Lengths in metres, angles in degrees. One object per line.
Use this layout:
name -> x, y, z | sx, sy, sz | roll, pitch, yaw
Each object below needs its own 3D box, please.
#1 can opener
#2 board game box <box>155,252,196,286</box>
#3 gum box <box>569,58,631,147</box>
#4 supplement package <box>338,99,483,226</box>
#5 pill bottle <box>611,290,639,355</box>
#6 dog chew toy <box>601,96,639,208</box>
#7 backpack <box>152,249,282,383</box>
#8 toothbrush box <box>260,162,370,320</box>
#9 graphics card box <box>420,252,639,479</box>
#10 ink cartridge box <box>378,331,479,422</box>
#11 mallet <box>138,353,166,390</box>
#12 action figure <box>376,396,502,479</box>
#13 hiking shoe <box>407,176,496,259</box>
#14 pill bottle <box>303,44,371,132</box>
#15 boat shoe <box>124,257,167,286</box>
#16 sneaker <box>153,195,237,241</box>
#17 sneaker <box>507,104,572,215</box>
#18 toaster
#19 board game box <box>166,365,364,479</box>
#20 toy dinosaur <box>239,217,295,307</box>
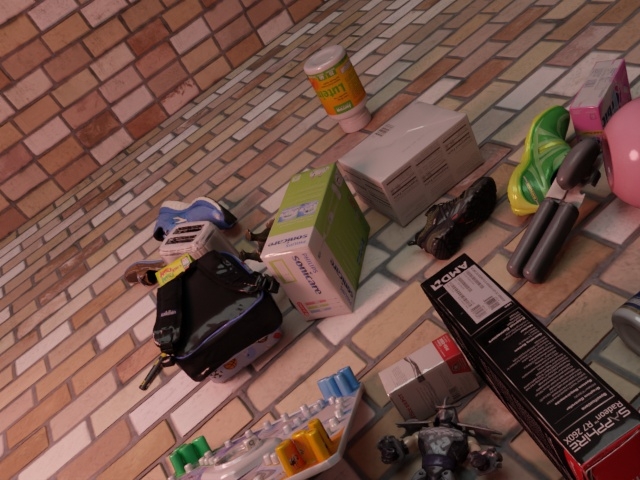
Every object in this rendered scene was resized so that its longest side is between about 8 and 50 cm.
can opener -> 0.427, -0.056, 1.100 | 0.074, 0.093, 0.280 | 23, 83, 53
board game box -> -0.315, 0.107, 1.467 | 0.092, 0.181, 0.043 | -33, 59, 0
gum box -> 0.614, -0.301, 1.301 | 0.062, 0.107, 0.188 | 8, 50, 44
supplement package -> 0.217, -0.193, 1.453 | 0.262, 0.145, 0.204 | -38, 34, -10
pill bottle -> 0.524, 0.093, 0.874 | 0.169, 0.094, 0.094 | -36, 33, -6
dog chew toy -> 0.666, -0.166, 1.013 | 0.331, 0.207, 0.207 | -9, 39, 18
backpack -> -0.226, 0.155, 1.307 | 0.276, 0.213, 0.263 | -31, 43, -10
toothbrush box -> 0.000, 0.000, 1.324 | 0.122, 0.206, 0.283 | -14, 38, 25
graphics card box -> 0.292, 0.198, 0.802 | 0.094, 0.233, 0.371 | -37, 32, 0
ink cartridge box -> 0.177, 0.229, 0.978 | 0.135, 0.099, 0.056 | -30, 33, 2
mallet -> -0.382, 0.274, 1.443 | 0.062, 0.039, 0.190 | 11, 56, 45
action figure -> 0.163, 0.341, 0.850 | 0.185, 0.099, 0.285 | -14, 34, 34
hiking shoe -> 0.282, -0.063, 1.284 | 0.227, 0.086, 0.114 | -45, 38, -17
pill bottle -> 0.061, -0.457, 1.832 | 0.136, 0.246, 0.136 | -22, 35, 16
boat shoe -> -0.502, 0.095, 1.741 | 0.183, 0.066, 0.066 | -18, 37, 21
sneaker -> -0.382, -0.039, 1.793 | 0.330, 0.130, 0.147 | -4, 57, 41
sneaker -> 0.484, -0.162, 1.248 | 0.123, 0.109, 0.295 | 8, 56, 33
toaster -> -0.322, 0.036, 1.598 | 0.227, 0.146, 0.129 | -4, 43, 36
board game box -> -0.129, 0.333, 0.935 | 0.390, 0.050, 0.390 | -27, -3, 8
toy dinosaur -> -0.090, 0.034, 1.428 | 0.160, 0.121, 0.313 | -12, 37, -32
